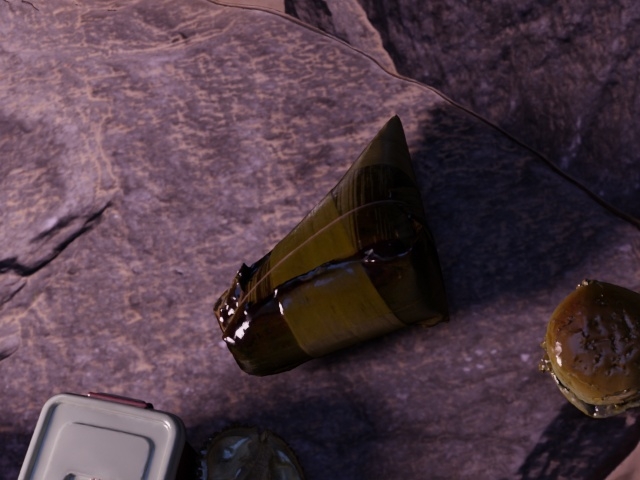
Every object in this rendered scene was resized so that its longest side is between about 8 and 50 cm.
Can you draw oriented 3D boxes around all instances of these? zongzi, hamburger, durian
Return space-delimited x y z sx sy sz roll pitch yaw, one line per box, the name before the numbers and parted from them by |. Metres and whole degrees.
zongzi | 0.000 0.000 1.998 0.289 0.154 0.317 -19 45 11
hamburger | 0.347 0.120 1.842 0.185 0.131 0.159 -32 67 -4
durian | -0.099 0.315 1.895 0.148 0.091 0.188 31 56 -3

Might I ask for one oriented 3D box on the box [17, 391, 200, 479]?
box | -0.256 0.344 1.888 0.193 0.167 0.294 9 71 20
